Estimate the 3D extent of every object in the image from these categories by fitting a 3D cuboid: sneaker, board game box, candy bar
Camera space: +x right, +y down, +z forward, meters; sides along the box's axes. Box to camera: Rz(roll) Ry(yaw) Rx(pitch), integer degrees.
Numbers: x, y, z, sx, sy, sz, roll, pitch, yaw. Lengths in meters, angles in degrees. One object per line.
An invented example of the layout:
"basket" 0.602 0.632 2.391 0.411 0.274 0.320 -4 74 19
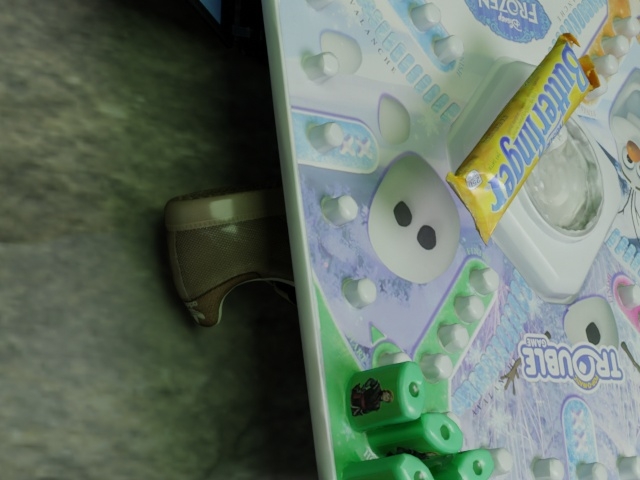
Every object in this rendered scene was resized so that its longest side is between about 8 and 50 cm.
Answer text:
"sneaker" 0.000 0.000 0.816 0.188 0.066 0.071 -8 98 -30
"board game box" 0.136 -0.040 0.850 0.390 0.050 0.390 7 70 -43
"candy bar" 0.108 -0.058 0.779 0.040 0.018 0.161 54 47 -15

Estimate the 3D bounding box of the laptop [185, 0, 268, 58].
"laptop" 0.005 -0.230 0.839 0.264 0.136 0.234 7 70 -16
